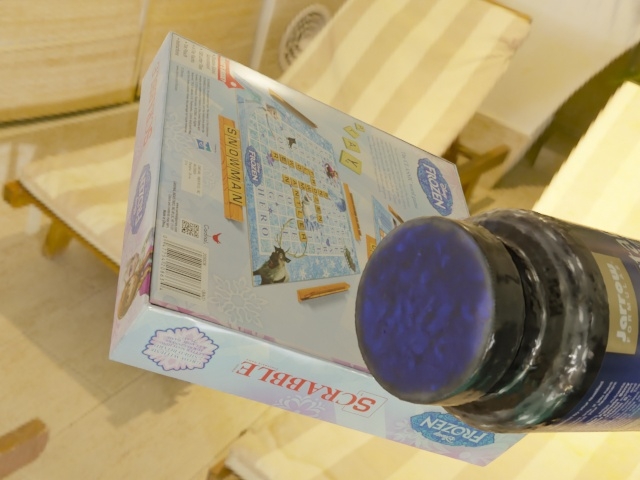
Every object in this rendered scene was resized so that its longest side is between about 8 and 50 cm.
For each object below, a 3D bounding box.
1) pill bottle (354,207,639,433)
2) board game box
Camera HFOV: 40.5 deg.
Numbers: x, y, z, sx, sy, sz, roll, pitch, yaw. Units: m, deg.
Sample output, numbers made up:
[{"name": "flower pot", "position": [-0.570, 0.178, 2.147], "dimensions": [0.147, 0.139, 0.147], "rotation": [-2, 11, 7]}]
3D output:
[{"name": "pill bottle", "position": [0.129, 0.048, 0.495], "dimensions": [0.219, 0.123, 0.123], "rotation": [10, 29, -41]}, {"name": "board game box", "position": [0.000, 0.000, 0.712], "dimensions": [0.317, 0.066, 0.319], "rotation": [22, 39, -24]}]
